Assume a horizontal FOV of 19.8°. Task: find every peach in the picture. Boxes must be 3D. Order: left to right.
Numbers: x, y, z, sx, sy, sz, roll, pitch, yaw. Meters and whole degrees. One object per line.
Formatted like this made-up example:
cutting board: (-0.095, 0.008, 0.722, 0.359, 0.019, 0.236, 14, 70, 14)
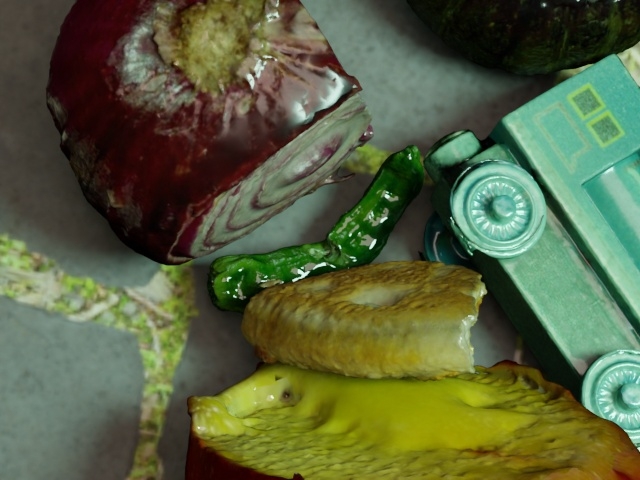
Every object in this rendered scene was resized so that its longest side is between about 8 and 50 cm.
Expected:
peach: (0.056, 0.178, 1.178, 0.281, 0.281, 0.338, -34, 62, -12)

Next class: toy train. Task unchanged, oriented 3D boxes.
toy train: (0.206, 0.027, 1.306, 0.194, 0.120, 0.298, -31, 81, -16)

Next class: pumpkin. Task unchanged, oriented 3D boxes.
pumpkin: (0.164, -0.239, 1.340, 0.238, 0.159, 0.238, 0, 78, 0)

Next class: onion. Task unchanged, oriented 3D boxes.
onion: (-0.090, -0.108, 1.264, 0.207, 0.216, 0.206, -35, 78, -4)

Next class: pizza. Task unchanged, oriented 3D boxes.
pizza: (0.041, 0.051, 1.251, 0.182, 0.161, 0.062, -3, 111, 25)

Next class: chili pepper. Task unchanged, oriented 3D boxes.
chili pepper: (0.005, 0.003, 1.312, 0.182, 0.050, 0.073, -35, 118, -5)
